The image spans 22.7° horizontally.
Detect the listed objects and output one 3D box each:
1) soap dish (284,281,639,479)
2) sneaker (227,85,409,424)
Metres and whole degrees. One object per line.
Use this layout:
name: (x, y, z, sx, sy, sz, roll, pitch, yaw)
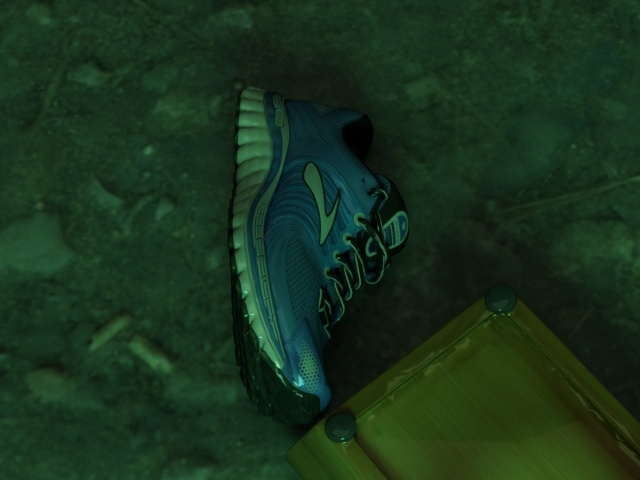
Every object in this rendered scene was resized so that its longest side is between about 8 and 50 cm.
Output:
soap dish: (0.144, 0.186, 1.185, 0.229, 0.118, 0.291, -36, 62, -12)
sneaker: (0.000, 0.000, 1.285, 0.147, 0.129, 0.330, 0, 50, 0)
